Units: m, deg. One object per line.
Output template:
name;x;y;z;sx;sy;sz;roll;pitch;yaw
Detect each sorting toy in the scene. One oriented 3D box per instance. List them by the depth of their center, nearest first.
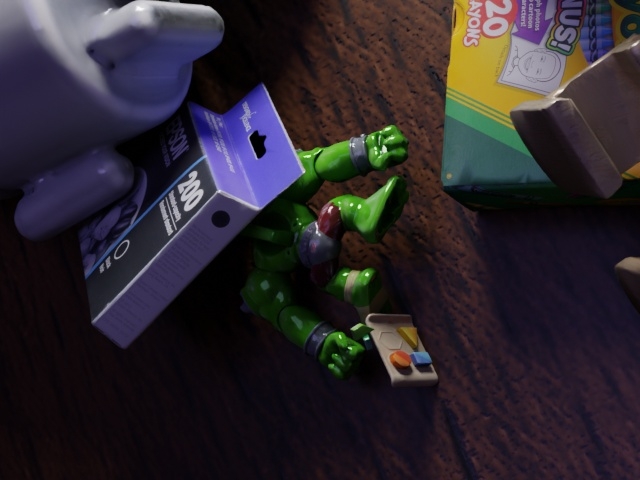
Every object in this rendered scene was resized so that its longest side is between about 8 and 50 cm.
sorting toy;0.057;0.084;1.128;0.012;0.083;0.062;-36;64;34

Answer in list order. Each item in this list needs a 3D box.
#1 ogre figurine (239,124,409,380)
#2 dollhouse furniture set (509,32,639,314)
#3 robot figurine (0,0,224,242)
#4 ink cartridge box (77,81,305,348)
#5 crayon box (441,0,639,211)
ogre figurine;0.000;0.000;1.166;0.118;0.097;0.197;14;112;26
dollhouse furniture set;0.280;-0.180;0.978;0.362;0.256;0.394;-35;95;0
robot figurine;-0.254;-0.154;1.258;0.353;0.200;0.300;-21;80;32
ink cartridge box;-0.116;-0.038;1.208;0.208;0.045;0.206;-43;27;9
crayon box;0.192;-0.165;1.126;0.165;0.081;0.278;-1;76;25
